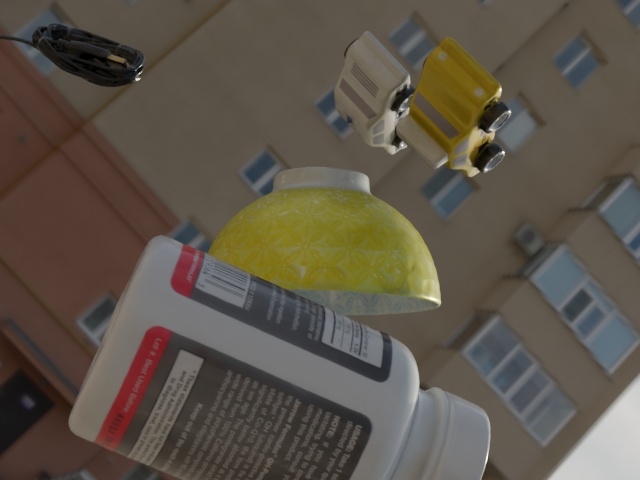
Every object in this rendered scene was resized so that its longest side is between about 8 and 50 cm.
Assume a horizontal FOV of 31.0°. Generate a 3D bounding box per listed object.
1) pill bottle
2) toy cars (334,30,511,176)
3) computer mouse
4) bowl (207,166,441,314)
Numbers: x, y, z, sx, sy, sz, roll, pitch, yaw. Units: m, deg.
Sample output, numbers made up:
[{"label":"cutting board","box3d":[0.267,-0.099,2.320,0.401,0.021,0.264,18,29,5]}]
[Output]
[{"label":"pill bottle","box3d":[-0.029,0.136,0.952,0.318,0.176,0.176,25,-12,-9]},{"label":"toy cars","box3d":[0.092,-0.142,1.302,0.176,0.087,0.393,57,-11,-21]},{"label":"computer mouse","box3d":[-0.234,-0.151,0.781,0.242,0.071,0.041,13,-58,3]},{"label":"bowl","box3d":[0.000,0.000,1.371,0.289,0.156,0.289,2,-9,0]}]
